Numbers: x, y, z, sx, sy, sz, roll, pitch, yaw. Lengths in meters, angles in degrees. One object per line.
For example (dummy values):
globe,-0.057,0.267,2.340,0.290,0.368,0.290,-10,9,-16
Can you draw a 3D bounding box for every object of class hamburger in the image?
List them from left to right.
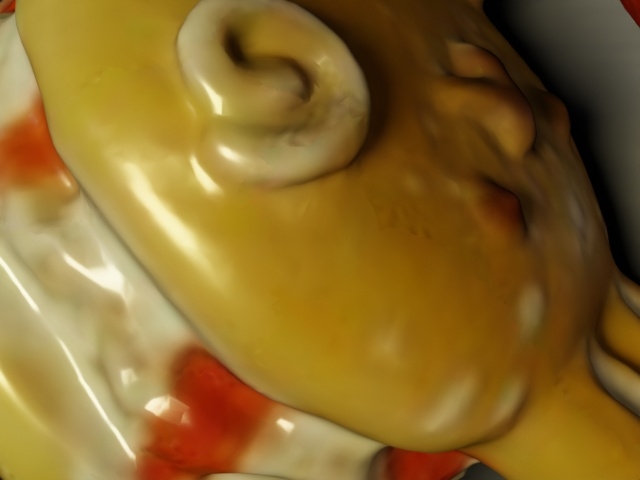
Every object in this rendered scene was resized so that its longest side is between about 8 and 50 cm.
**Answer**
hamburger,0.000,0.000,0.552,0.186,0.261,0.303,-36,86,30

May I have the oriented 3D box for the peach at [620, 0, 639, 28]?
peach,0.197,-0.104,0.365,0.281,0.281,0.238,42,117,32
